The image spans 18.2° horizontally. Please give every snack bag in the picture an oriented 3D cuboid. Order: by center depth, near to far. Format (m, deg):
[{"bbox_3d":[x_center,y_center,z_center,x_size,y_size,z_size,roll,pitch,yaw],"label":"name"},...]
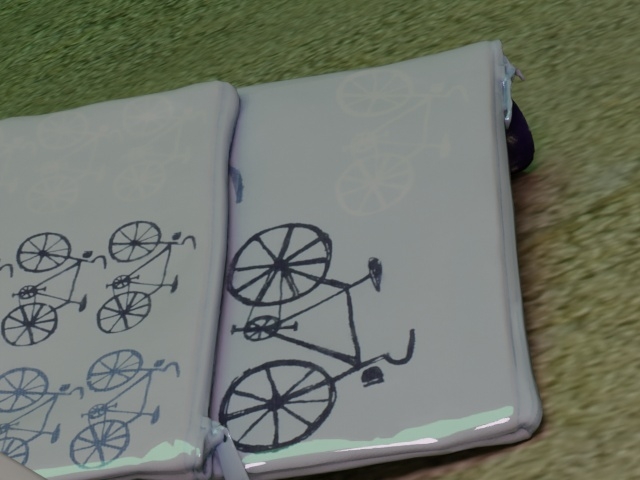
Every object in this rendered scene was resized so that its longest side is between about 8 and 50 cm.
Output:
[{"bbox_3d":[-0.055,0.013,1.056,0.342,0.037,0.323,-8,40,8],"label":"snack bag"}]

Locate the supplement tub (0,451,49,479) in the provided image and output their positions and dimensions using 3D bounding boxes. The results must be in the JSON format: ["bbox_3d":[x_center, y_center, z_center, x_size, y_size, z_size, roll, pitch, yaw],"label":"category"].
[{"bbox_3d":[-0.230,0.196,0.633,0.241,0.241,0.331,18,80,59],"label":"supplement tub"}]

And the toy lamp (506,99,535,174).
[{"bbox_3d":[0.000,0.000,1.138,0.274,0.080,0.080,-36,25,-19],"label":"toy lamp"}]
